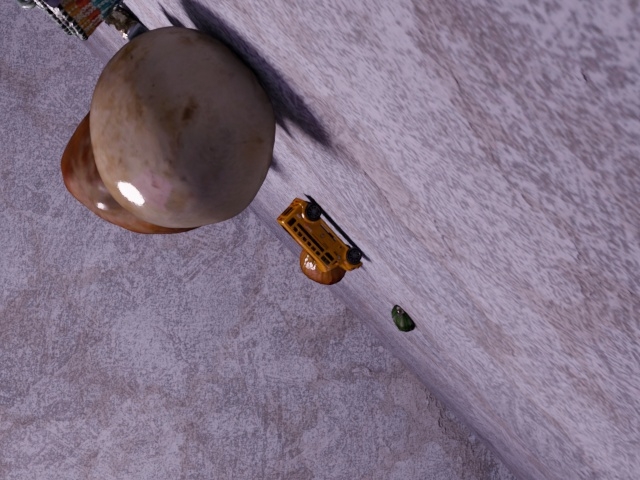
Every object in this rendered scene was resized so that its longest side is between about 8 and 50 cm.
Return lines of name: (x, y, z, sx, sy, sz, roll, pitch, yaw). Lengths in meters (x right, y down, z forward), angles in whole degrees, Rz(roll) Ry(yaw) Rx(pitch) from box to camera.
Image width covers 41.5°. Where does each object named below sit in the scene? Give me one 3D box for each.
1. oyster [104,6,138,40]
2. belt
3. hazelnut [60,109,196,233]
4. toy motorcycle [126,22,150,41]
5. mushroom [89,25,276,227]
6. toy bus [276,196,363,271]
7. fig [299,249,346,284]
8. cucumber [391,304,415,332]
oyster: (-0.405, -0.445, 1.713, 0.148, 0.051, 0.103, 31, 179, -26)
belt: (-0.442, -0.444, 1.408, 0.295, 0.160, 0.207, 42, 174, 34)
hazelnut: (-0.348, -0.176, 1.772, 0.366, 0.366, 0.366, 45, 175, 5)
toy motorcycle: (-0.274, -0.309, 1.476, 0.159, 0.106, 0.270, 38, 178, 10)
mushroom: (-0.177, -0.166, 1.247, 0.297, 0.298, 0.290, 43, -149, 20)
toy bus: (0.000, 0.000, 1.781, 0.194, 0.088, 0.083, 47, 174, -14)
fig: (0.012, 0.023, 1.978, 0.119, 0.153, 0.119, 9, -163, -3)
cucumber: (0.193, 0.190, 2.053, 0.067, 0.035, 0.107, 45, 173, 24)
